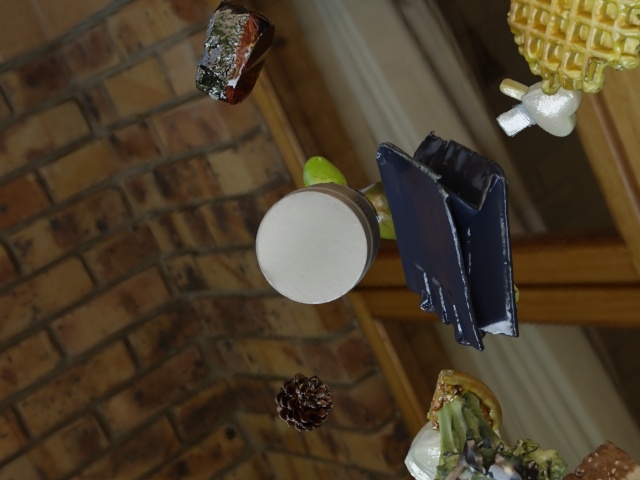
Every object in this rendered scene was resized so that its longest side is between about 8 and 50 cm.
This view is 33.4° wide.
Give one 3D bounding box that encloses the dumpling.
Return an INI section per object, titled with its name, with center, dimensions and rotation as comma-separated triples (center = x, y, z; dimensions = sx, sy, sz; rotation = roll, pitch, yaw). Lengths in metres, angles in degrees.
[dumpling]
center = 0.285, 0.452, 2.248
dimensions = 0.252, 0.179, 0.131
rotation = -49, 170, 28

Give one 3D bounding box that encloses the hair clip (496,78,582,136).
[hair clip]
center = 0.428, -0.270, 2.109
dimensions = 0.071, 0.159, 0.218
rotation = -52, -167, -24

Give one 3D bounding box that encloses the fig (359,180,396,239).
[fig]
center = 0.182, -0.027, 2.701
dimensions = 0.151, 0.259, 0.151
rotation = -34, -178, 1

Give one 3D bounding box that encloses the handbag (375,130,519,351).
[handbag]
center = 0.221, -0.003, 1.800
dimensions = 0.122, 0.329, 0.303
rotation = -18, -157, -13

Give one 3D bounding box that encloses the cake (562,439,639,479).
[cake]
center = 0.547, 0.593, 2.011
dimensions = 0.282, 0.256, 0.290
rotation = -29, -130, -22

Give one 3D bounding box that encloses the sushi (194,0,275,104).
[sushi]
center = -0.197, -0.423, 2.393
dimensions = 0.136, 0.126, 0.225
rotation = -35, 153, -62

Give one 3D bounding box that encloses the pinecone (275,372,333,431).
[pinecone]
center = -0.034, 0.375, 2.503
dimensions = 0.140, 0.140, 0.121
rotation = -33, 172, -34

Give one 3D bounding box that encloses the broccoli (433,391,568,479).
[broccoli]
center = 0.270, 0.359, 1.753
dimensions = 0.263, 0.247, 0.243
rotation = -16, -133, -2

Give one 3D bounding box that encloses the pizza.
[pizza]
center = 0.253, 0.305, 1.915
dimensions = 0.134, 0.175, 0.046
rotation = -43, -154, 26

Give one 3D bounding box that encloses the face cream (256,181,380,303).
[face cream]
center = 0.000, 0.000, 1.678
dimensions = 0.177, 0.177, 0.153
rotation = -22, -175, 15

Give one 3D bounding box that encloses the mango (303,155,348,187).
[mango]
center = 0.007, -0.115, 2.019
dimensions = 0.073, 0.108, 0.056
rotation = -27, 151, -2

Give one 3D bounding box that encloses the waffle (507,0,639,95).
[waffle]
center = 0.405, -0.386, 1.698
dimensions = 0.060, 0.307, 0.312
rotation = -14, 178, -33
